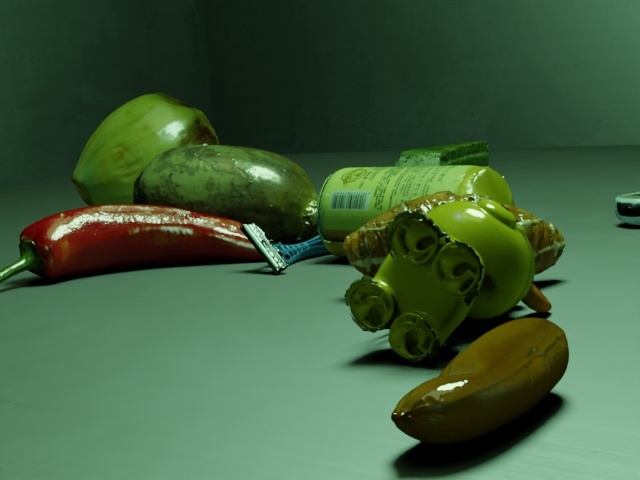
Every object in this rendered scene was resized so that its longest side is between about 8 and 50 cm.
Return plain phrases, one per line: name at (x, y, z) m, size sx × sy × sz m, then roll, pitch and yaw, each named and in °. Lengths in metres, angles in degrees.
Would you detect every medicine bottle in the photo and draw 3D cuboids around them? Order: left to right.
medicine bottle at (0.120, -0.032, 1.163) m, size 0.239 × 0.124 × 0.124 m, roll 4°, pitch 12°, yaw 37°

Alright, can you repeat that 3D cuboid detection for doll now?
doll at (0.121, 0.028, 0.814) m, size 0.143 × 0.135 × 0.221 m, roll 34°, pitch 17°, yaw 19°

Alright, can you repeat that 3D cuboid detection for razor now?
razor at (0.000, 0.000, 1.254) m, size 0.253 × 0.042 × 0.082 m, roll -13°, pitch 55°, yaw -49°

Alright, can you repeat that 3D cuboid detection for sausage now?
sausage at (0.106, 0.087, 0.591) m, size 0.062 × 0.054 × 0.183 m, roll -37°, pitch -11°, yaw 35°

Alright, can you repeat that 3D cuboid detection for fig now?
fig at (-0.309, -0.137, 1.705) m, size 0.271 × 0.239 × 0.239 m, roll -19°, pitch 12°, yaw -14°

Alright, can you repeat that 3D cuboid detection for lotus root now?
lotus root at (-0.118, -0.058, 1.366) m, size 0.309 × 0.173 × 0.173 m, roll 6°, pitch 11°, yaw 15°

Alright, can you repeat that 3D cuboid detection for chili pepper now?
chili pepper at (-0.245, 0.000, 1.230) m, size 0.368 × 0.092 × 0.137 m, roll -9°, pitch 21°, yaw -16°

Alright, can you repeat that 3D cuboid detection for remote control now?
remote control at (0.515, -0.054, 1.355) m, size 0.244 × 0.047 × 0.087 m, roll -9°, pitch 13°, yaw -33°

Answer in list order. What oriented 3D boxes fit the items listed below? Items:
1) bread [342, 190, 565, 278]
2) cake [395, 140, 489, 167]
bread at (0.141, 0.002, 0.962) m, size 0.233 × 0.105 × 0.076 m, roll -1°, pitch 6°, yaw -7°
cake at (0.260, -0.129, 1.782) m, size 0.235 × 0.100 × 0.099 m, roll -11°, pitch 13°, yaw -35°
